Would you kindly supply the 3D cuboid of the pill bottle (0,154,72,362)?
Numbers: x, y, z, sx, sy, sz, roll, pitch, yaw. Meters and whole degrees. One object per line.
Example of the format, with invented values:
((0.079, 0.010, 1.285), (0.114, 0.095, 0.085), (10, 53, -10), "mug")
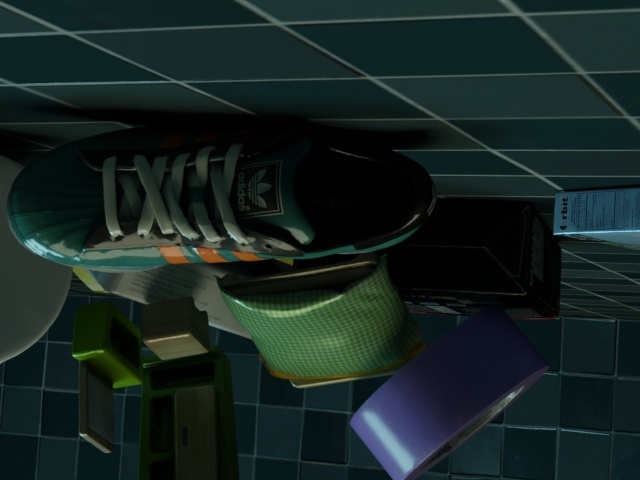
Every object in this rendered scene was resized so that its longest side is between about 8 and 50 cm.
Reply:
((-0.351, 0.022, 1.275), (0.204, 0.204, 0.361), (7, 173, -27), "pill bottle")

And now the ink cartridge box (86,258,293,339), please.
((-0.146, 0.015, 1.537), (0.296, 0.066, 0.261), (22, -171, -40), "ink cartridge box")

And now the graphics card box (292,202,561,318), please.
((0.125, 0.025, 1.551), (0.232, 0.094, 0.371), (3, 175, 15), "graphics card box")

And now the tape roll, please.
((0.126, 0.151, 1.430), (0.189, 0.080, 0.189), (-37, 167, -10), "tape roll")

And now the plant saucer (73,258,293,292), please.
((-0.148, 0.039, 1.977), (0.332, 0.081, 0.333), (7, 174, -37), "plant saucer")

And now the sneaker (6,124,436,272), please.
((-0.066, -0.036, 1.027), (0.302, 0.108, 0.121), (-3, 175, -13), "sneaker")

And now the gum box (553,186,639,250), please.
((0.319, -0.017, 1.250), (0.157, 0.041, 0.184), (8, 174, -41), "gum box")

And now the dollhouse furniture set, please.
((-0.057, 0.137, 1.372), (0.301, 0.151, 0.197), (-10, 152, 14), "dollhouse furniture set")
